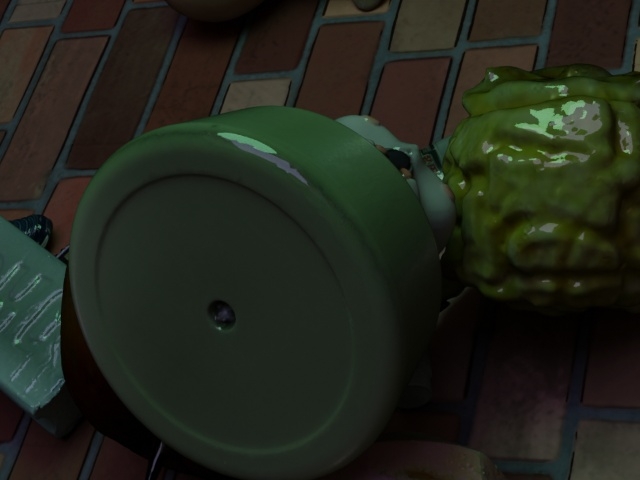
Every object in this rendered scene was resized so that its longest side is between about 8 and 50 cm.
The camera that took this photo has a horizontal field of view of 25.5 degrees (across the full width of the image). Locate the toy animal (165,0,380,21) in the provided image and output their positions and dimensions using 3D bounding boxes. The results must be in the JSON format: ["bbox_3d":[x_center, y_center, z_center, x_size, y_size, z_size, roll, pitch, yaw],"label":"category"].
[{"bbox_3d":[-0.061,-0.398,1.754,0.326,0.237,0.269,-42,39,-4],"label":"toy animal"}]

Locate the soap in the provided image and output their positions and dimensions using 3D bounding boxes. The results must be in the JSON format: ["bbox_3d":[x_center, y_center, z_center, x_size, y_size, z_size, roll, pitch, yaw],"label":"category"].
[{"bbox_3d":[-0.324,0.086,1.537,0.261,0.094,0.150,33,79,32],"label":"soap"}]

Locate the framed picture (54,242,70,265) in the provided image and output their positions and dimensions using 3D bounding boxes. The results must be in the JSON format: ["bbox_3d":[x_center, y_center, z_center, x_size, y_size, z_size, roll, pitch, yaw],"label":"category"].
[{"bbox_3d":[-0.190,-0.005,1.629,0.195,0.010,0.199,-45,49,-13],"label":"framed picture"}]

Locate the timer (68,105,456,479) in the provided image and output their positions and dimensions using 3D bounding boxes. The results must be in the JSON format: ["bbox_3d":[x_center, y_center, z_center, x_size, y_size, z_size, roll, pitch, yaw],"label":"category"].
[{"bbox_3d":[0.000,0.000,1.165,0.291,0.290,0.315,7,25,29],"label":"timer"}]

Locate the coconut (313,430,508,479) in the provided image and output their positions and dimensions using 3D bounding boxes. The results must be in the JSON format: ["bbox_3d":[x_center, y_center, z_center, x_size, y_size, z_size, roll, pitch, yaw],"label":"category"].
[{"bbox_3d":[0.066,0.269,1.142,0.233,0.233,0.245,-11,55,17],"label":"coconut"}]

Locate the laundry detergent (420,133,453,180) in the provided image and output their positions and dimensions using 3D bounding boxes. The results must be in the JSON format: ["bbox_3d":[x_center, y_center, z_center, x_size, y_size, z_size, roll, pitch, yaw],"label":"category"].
[{"bbox_3d":[0.156,-0.072,1.481,0.226,0.070,0.099,-24,39,5],"label":"laundry detergent"}]

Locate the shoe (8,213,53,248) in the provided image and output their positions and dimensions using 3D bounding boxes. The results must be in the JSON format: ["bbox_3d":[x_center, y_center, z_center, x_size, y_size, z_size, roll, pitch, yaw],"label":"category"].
[{"bbox_3d":[-0.387,-0.003,1.679,0.143,0.071,0.064,-16,50,7],"label":"shoe"}]

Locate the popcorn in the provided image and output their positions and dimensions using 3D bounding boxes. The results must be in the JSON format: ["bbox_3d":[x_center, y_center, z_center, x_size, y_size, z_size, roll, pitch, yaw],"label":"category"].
[{"bbox_3d":[0.229,-0.046,1.310,0.293,0.293,0.237,-2,91,24],"label":"popcorn"}]

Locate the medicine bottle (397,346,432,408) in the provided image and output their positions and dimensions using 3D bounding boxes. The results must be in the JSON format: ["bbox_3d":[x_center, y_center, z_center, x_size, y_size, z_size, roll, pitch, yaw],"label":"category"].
[{"bbox_3d":[0.084,0.118,1.377,0.047,0.047,0.083,-16,50,13],"label":"medicine bottle"}]

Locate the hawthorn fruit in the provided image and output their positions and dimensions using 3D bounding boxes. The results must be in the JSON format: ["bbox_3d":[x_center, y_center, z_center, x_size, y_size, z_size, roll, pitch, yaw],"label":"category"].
[{"bbox_3d":[-0.120,0.104,1.349,0.268,0.268,0.301,2,66,26],"label":"hawthorn fruit"}]
